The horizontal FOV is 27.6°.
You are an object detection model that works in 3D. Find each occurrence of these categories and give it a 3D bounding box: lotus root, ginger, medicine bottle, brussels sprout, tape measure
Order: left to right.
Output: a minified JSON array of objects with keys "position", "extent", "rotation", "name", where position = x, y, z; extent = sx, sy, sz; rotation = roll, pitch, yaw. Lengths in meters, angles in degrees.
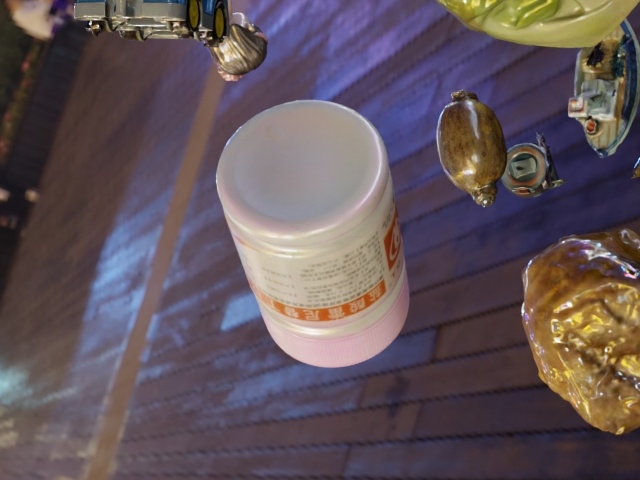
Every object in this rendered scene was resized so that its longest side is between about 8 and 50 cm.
[{"position":[0.000,0.000,1.594],"extent":[0.316,0.202,0.202],"rotation":[74,-160,-55],"name":"medicine bottle"},{"position":[0.262,-0.159,2.275],"extent":[0.120,0.120,0.209],"rotation":[-27,73,64],"name":"lotus root"},{"position":[0.359,-0.128,2.277],"extent":[0.104,0.107,0.180],"rotation":[69,-165,4],"name":"tape measure"},{"position":[0.259,-0.386,1.627],"extent":[0.328,0.328,0.247],"rotation":[-57,11,35],"name":"brussels sprout"},{"position":[0.397,0.120,1.885],"extent":[0.223,0.200,0.269],"rotation":[-94,-11,-70],"name":"ginger"}]

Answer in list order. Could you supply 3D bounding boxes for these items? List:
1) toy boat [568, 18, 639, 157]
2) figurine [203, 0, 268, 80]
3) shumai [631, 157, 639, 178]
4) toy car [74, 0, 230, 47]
[{"position":[0.470,-0.272,2.178],"extent":[0.114,0.115,0.262],"rotation":[3,84,47],"name":"toy boat"},{"position":[-0.110,-0.223,1.364],"extent":[0.072,0.129,0.054],"rotation":[-28,32,27],"name":"figurine"},{"position":[0.562,-0.103,1.937],"extent":[0.206,0.175,0.166],"rotation":[-48,-5,-34],"name":"shumai"},{"position":[-0.145,-0.226,1.155],"extent":[0.191,0.097,0.100],"rotation":[-11,-76,-79],"name":"toy car"}]
